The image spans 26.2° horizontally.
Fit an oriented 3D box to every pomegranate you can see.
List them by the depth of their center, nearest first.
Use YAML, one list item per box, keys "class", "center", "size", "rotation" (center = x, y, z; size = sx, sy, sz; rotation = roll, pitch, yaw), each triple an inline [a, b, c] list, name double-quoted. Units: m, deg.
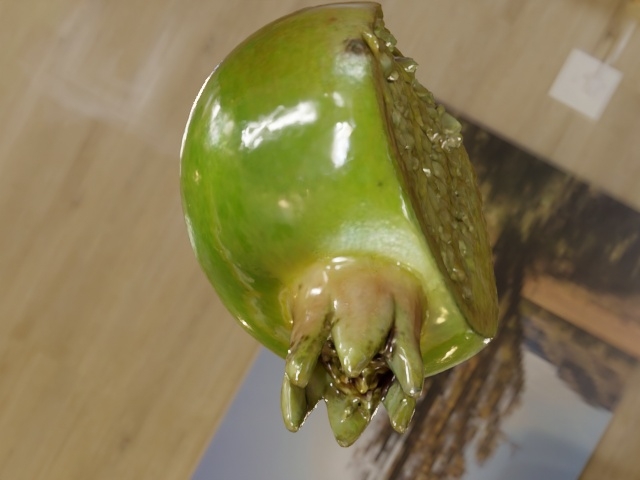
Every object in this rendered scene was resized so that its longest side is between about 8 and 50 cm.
- class: "pomegranate"
  center: [0.000, 0.000, 1.052]
  size: [0.216, 0.358, 0.309]
  rotation: [-10, 133, 20]
